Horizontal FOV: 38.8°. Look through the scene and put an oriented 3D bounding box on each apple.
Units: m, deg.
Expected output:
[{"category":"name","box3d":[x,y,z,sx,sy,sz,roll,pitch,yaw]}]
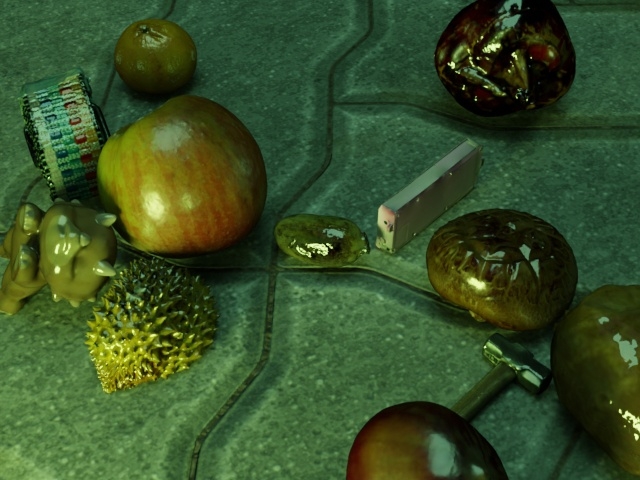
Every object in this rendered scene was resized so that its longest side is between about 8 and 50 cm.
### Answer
[{"category":"apple","box3d":[-0.233,-0.118,1.545,0.301,0.302,0.302,-1,44,1]}]

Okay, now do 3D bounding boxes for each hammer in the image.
[{"category":"hammer","box3d":[0.188,0.273,1.324,0.365,0.043,0.111,-36,55,-27]}]

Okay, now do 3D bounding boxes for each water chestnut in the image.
[{"category":"water chestnut","box3d":[0.375,-0.367,1.833,0.289,0.289,0.244,12,80,14]}]

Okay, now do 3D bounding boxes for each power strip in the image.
[{"category":"power strip","box3d":[0.199,-0.082,1.634,0.037,0.109,0.279,34,55,28]}]

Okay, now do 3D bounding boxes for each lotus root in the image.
[{"category":"lotus root","box3d":[0.000,0.000,1.572,0.179,0.089,0.080,8,2,16]}]

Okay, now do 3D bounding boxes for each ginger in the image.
[{"category":"ginger","box3d":[0.427,0.190,1.278,0.222,0.200,0.269,17,47,16]}]

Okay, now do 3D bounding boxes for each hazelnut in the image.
[{"category":"hazelnut","box3d":[0.140,0.312,1.144,0.229,0.230,0.230,-1,44,1]}]

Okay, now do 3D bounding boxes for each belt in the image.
[{"category":"belt","box3d":[-0.476,-0.194,1.710,0.150,0.207,0.258,-17,63,-16]}]

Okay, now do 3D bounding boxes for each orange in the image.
[{"category":"orange","box3d":[-0.356,-0.399,1.959,0.177,0.155,0.178,7,36,-6]}]

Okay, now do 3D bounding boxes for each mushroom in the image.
[{"category":"mushroom","box3d":[0.297,0.041,1.481,0.253,0.153,0.253,4,36,-3]}]

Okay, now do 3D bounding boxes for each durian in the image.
[{"category":"durian","box3d":[-0.264,0.112,1.445,0.183,0.138,0.250,2,38,17]}]

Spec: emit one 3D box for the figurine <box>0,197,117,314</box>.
[{"category":"figurine","box3d":[-0.423,0.025,1.497,0.172,0.247,0.177,8,55,-28]}]
